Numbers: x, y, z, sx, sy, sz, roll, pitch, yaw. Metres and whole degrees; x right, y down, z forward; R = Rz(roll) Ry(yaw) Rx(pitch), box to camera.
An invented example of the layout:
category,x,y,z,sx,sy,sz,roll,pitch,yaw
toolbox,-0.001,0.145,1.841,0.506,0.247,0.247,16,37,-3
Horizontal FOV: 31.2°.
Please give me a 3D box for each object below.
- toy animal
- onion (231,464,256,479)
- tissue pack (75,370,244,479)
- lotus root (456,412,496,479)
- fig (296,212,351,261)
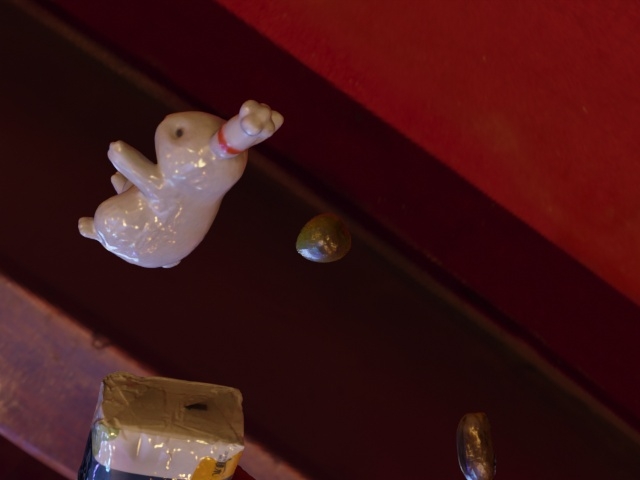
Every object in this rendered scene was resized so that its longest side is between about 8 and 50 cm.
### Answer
category,x,y,z,sx,sy,sz,roll,pitch,yaw
toy animal,-0.156,-0.091,1.309,0.138,0.140,0.282,38,121,-1
onion,-0.178,0.437,1.519,0.348,0.385,0.347,-1,83,11
tissue pack,-0.071,0.098,0.490,0.062,0.042,0.083,12,126,-14
lotus root,0.172,0.233,1.274,0.030,0.037,0.083,-5,85,-30
fig,0.000,0.000,1.733,0.088,0.074,0.074,-20,106,27
